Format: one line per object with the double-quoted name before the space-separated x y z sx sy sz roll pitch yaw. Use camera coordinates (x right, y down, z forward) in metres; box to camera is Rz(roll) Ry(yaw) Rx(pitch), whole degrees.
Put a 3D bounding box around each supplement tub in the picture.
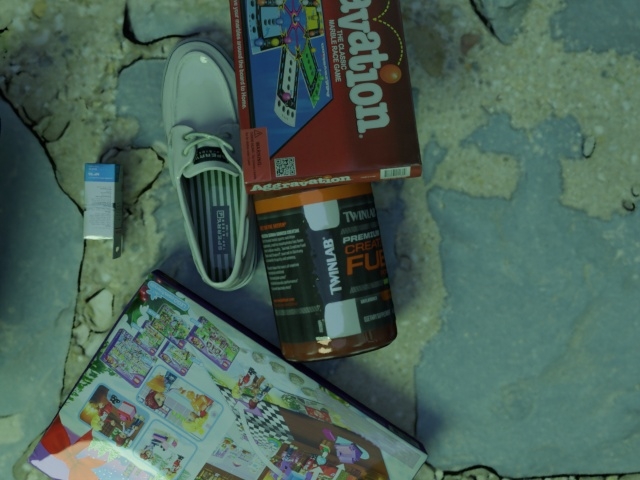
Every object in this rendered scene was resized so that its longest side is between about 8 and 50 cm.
"supplement tub" 0.000 0.000 1.031 0.106 0.106 0.198 -11 93 0

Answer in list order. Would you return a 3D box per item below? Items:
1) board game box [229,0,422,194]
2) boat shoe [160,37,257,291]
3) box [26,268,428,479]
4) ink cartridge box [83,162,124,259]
"board game box" -0.003 -0.179 1.010 0.145 0.027 0.281 -6 69 -1
"boat shoe" -0.090 -0.068 1.043 0.083 0.076 0.226 -12 92 0
"box" -0.081 0.188 1.062 0.293 0.057 0.201 34 91 -1
"ink cartridge box" -0.192 -0.026 1.058 0.028 0.048 0.083 2 92 0
